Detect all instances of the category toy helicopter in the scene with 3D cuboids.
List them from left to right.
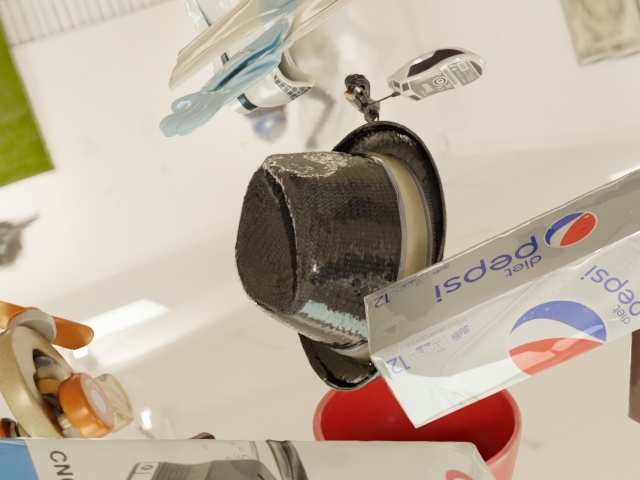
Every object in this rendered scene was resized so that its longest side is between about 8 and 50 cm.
[{"bbox_3d":[-0.335,0.186,1.579,0.140,0.235,0.355,-32,163,4],"label":"toy helicopter"}]

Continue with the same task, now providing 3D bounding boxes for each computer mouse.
[{"bbox_3d":[0.127,-0.217,1.615,0.193,0.042,0.106,-18,151,20],"label":"computer mouse"}]

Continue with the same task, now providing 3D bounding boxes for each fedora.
[{"bbox_3d":[0.000,0.000,1.380,0.152,0.334,0.334,16,169,-31],"label":"fedora"}]

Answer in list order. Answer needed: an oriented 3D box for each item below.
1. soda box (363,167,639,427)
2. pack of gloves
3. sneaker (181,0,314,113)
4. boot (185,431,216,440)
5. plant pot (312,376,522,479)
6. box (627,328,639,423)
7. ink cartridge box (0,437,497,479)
[{"bbox_3d":[0.183,0.047,1.035,0.286,0.091,0.098,-26,-154,12],"label":"soda box"},{"bbox_3d":[-0.022,-0.160,0.927,0.232,0.046,0.195,-34,-155,21],"label":"pack of gloves"},{"bbox_3d":[-0.087,-0.255,1.328,0.095,0.235,0.090,-12,-151,28],"label":"sneaker"},{"bbox_3d":[-0.178,0.312,1.158,0.090,0.248,0.207,11,-174,34],"label":"boot"},{"bbox_3d":[0.130,0.332,1.610,0.275,0.243,0.275,-3,-154,1],"label":"plant pot"},{"bbox_3d":[0.462,0.066,1.401,0.143,0.381,0.191,27,-122,33],"label":"box"},{"bbox_3d":[-0.037,0.249,0.586,0.395,0.166,0.285,7,-145,-36],"label":"ink cartridge box"}]
